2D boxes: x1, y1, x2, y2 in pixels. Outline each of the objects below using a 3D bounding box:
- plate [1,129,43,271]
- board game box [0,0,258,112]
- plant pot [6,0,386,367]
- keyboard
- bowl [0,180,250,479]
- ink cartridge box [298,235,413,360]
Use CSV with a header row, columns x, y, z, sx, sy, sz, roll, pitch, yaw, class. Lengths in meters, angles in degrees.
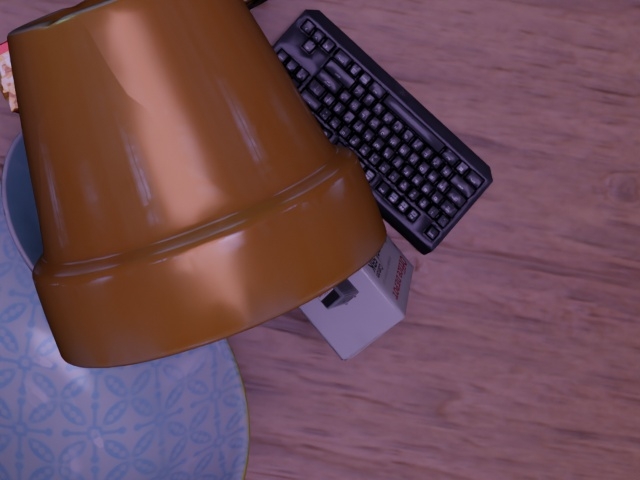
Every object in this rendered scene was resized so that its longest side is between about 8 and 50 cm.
x,y,z,sx,sy,sz,roll,pitch,yaw,class
-0.130,-0.007,1.148,0.188,0.188,0.024,40,130,-7,plate
-0.119,-0.142,1.134,0.193,0.147,0.045,-26,96,-5,board game box
-0.088,-0.054,1.000,0.205,0.205,0.188,-22,102,-5,plant pot
0.025,-0.066,1.216,0.180,0.023,0.108,42,88,-6,keyboard
-0.207,0.122,1.116,0.289,0.289,0.156,40,130,-7,bowl
0.000,0.000,1.166,0.056,0.099,0.135,-36,103,17,ink cartridge box
